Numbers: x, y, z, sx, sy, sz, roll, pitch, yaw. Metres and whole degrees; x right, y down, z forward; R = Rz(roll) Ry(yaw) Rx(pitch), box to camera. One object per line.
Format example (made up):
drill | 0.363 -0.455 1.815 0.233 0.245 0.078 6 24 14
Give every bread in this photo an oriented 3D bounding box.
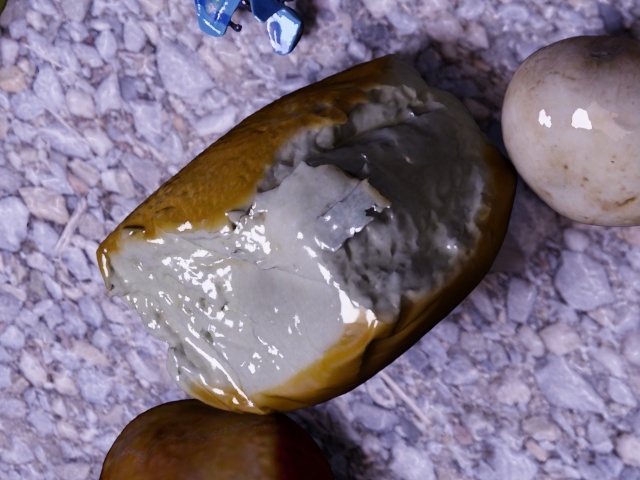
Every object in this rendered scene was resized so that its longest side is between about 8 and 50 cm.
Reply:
bread | 0.000 0.000 1.409 0.225 0.250 0.279 53 137 -6

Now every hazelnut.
hazelnut | -0.094 0.250 1.615 0.229 0.229 0.229 10 114 23

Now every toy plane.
toy plane | -0.090 -0.269 1.469 0.246 0.078 0.169 45 122 9

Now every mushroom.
mushroom | 0.221 -0.086 1.360 0.166 0.127 0.166 23 141 20

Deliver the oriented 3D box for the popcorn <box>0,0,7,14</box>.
popcorn | -0.409 -0.206 1.600 0.225 0.174 0.286 44 122 14
